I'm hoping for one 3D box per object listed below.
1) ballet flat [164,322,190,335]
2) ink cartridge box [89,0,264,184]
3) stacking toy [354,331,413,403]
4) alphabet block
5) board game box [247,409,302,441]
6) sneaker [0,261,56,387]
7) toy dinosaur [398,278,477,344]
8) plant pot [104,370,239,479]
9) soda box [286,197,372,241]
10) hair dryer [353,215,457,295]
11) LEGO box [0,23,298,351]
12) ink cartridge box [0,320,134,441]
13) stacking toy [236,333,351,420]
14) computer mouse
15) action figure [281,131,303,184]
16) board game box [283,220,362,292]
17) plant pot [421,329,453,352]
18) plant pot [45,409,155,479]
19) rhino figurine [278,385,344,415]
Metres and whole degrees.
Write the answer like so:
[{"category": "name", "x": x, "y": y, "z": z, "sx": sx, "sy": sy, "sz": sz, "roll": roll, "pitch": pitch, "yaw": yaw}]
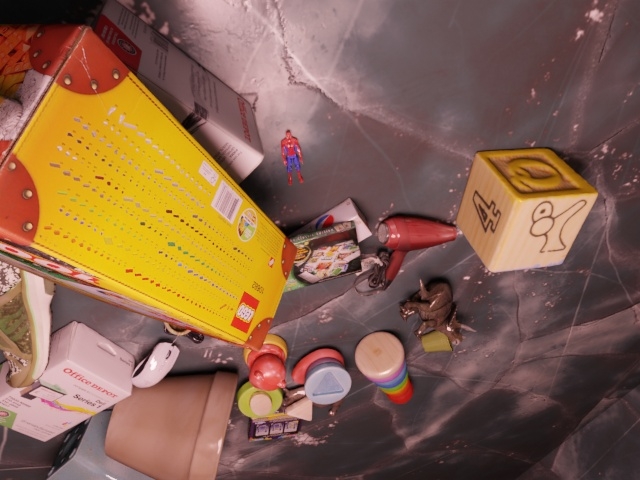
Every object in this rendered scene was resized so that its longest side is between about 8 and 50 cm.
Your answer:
[{"category": "ballet flat", "x": -0.257, "y": 0.074, "z": 1.023, "sx": 0.123, "sy": 0.123, "sz": 0.348, "roll": 15, "pitch": 124, "yaw": -27}, {"category": "ink cartridge box", "x": -0.233, "y": -0.207, "z": 0.730, "sx": 0.273, "sy": 0.196, "sz": 0.114, "roll": 31, "pitch": 116, "yaw": -35}, {"category": "stacking toy", "x": 0.211, "y": 0.407, "z": 1.458, "sx": 0.141, "sy": 0.141, "sz": 0.330, "roll": -23, "pitch": 139, "yaw": 4}, {"category": "alphabet block", "x": 0.439, "y": -0.070, "z": 1.053, "sx": 0.193, "sy": 0.193, "sz": 0.197, "roll": -6, "pitch": 131, "yaw": -14}, {"category": "board game box", "x": -0.146, "y": 0.584, "z": 1.545, "sx": 0.171, "sy": 0.048, "sz": 0.141, "roll": -1, "pitch": 128, "yaw": -16}, {"category": "sneaker", "x": -0.621, "y": 0.126, "z": 0.923, "sx": 0.182, "sy": 0.158, "sz": 0.410, "roll": 2, "pitch": 122, "yaw": -32}, {"category": "toy dinosaur", "x": 0.301, "y": 0.170, "z": 1.295, "sx": 0.160, "sy": 0.121, "sz": 0.313, "roll": -30, "pitch": 128, "yaw": -6}, {"category": "plant pot", "x": -0.383, "y": 0.482, "z": 1.240, "sx": 0.281, "sy": 0.323, "sz": 0.323, "roll": 13, "pitch": 126, "yaw": -7}, {"category": "soda box", "x": 0.000, "y": 0.000, "z": 1.066, "sx": 0.216, "sy": 0.069, "sz": 0.074, "roll": -32, "pitch": 131, "yaw": 11}, {"category": "hair dryer", "x": 0.184, "y": 0.023, "z": 1.157, "sx": 0.294, "sy": 0.080, "sz": 0.223, "roll": -24, "pitch": 147, "yaw": 13}, {"category": "LEGO box", "x": -0.307, "y": -0.034, "z": 0.650, "sx": 0.373, "sy": 0.193, "sz": 0.500, "roll": 11, "pitch": 161, "yaw": 25}, {"category": "ink cartridge box", "x": -0.623, "y": 0.342, "z": 1.144, "sx": 0.278, "sy": 0.117, "sz": 0.201, "roll": -29, "pitch": 132, "yaw": 9}, {"category": "stacking toy", "x": -0.081, "y": 0.422, "z": 1.316, "sx": 0.309, "sy": 0.130, "sz": 0.279, "roll": 15, "pitch": 112, "yaw": -19}, {"category": "computer mouse", "x": -0.382, "y": 0.289, "z": 1.174, "sx": 0.193, "sy": 0.042, "sz": 0.106, "roll": -53, "pitch": 129, "yaw": -6}, {"category": "action figure", "x": -0.055, "y": -0.162, "z": 0.938, "sx": 0.038, "sy": 0.030, "sz": 0.115, "roll": -10, "pitch": 130, "yaw": -1}, {"category": "board game box", "x": -0.044, "y": 0.047, "z": 1.029, "sx": 0.260, "sy": 0.030, "sz": 0.136, "roll": -14, "pitch": 133, "yaw": -3}, {"category": "plant pot", "x": 0.346, "y": 0.302, "z": 1.432, "sx": 0.079, "sy": 0.083, "sz": 0.083, "roll": -19, "pitch": 134, "yaw": 15}, {"category": "plant pot", "x": -0.586, "y": 0.621, "z": 1.324, "sx": 0.248, "sy": 0.247, "sz": 0.252, "roll": -41, "pitch": 115, "yaw": 19}, {"category": "rhino figurine", "x": -0.036, "y": 0.487, "z": 1.476, "sx": 0.244, "sy": 0.073, "sz": 0.106, "roll": 2, "pitch": 125, "yaw": -15}]
